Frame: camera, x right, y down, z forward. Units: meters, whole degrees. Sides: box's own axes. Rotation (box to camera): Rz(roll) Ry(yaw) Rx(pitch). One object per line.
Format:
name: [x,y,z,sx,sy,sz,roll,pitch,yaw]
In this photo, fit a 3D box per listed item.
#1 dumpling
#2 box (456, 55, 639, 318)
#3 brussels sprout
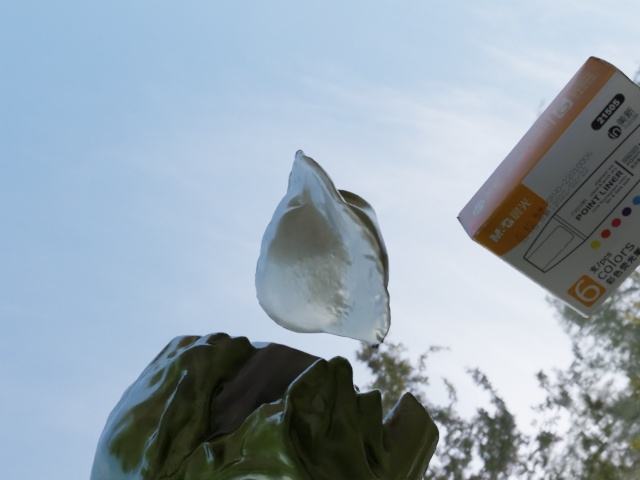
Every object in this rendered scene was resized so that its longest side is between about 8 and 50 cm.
dumpling: [-0.001,-0.001,0.732,0.126,0.166,0.216,-3,-162,5]
box: [0.342,-0.061,1.022,0.220,0.274,0.091,31,-160,-17]
brussels sprout: [-0.093,0.315,1.001,0.342,0.425,0.361,39,-116,-38]
